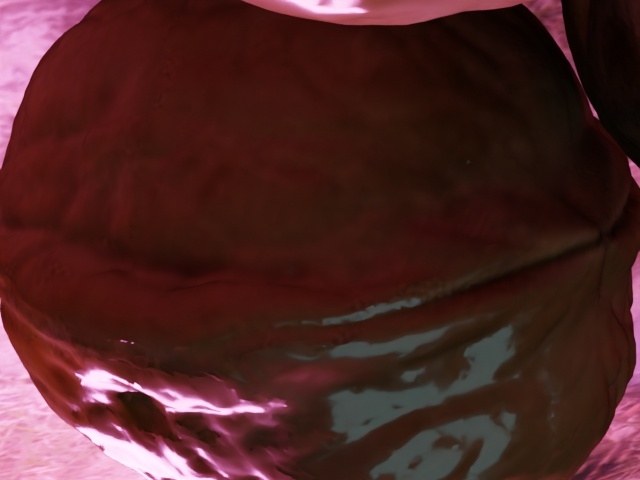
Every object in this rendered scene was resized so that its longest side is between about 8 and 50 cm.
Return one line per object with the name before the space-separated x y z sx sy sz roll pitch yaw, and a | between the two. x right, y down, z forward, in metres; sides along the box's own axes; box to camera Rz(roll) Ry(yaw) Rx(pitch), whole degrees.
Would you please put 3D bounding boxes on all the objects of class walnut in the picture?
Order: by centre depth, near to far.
walnut | 0.002 -0.001 0.877 0.313 0.277 0.252 1 171 39

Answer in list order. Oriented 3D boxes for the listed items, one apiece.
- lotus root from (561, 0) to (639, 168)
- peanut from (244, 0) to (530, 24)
lotus root | 0.172 -0.179 0.670 0.250 0.250 0.346 -17 149 11
peanut | -0.058 -0.177 0.539 0.340 0.158 0.174 38 153 2
